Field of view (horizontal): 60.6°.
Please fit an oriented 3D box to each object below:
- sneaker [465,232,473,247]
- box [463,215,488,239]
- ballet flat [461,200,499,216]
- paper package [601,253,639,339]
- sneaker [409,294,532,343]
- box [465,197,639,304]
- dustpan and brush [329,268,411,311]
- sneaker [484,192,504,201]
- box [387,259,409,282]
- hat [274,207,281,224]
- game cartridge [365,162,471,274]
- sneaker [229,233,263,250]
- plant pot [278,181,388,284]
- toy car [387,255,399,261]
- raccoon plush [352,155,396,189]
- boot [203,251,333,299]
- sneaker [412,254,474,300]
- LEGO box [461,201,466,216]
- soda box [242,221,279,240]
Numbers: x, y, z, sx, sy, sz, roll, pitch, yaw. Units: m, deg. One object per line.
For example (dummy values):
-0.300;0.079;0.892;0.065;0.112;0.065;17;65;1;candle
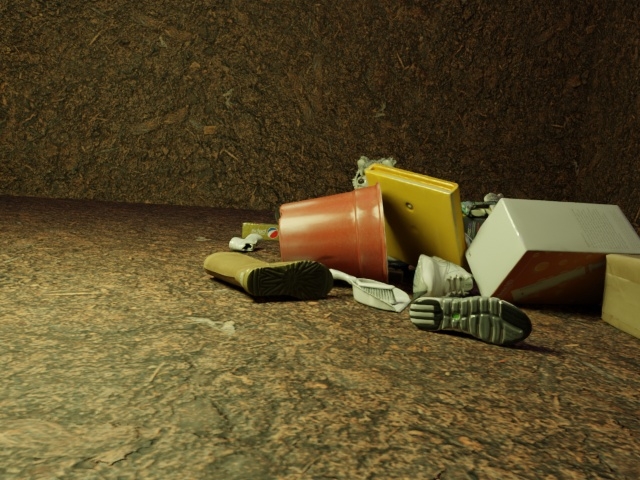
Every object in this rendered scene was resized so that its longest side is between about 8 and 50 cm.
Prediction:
0.409;-0.023;1.846;0.319;0.112;0.131;39;24;9;sneaker
0.653;0.003;2.009;0.143;0.165;0.270;-2;10;-28;box
0.606;-0.110;2.034;0.188;0.070;0.070;-4;10;-18;ballet flat
0.808;0.133;1.126;0.324;0.168;0.309;3;8;-3;paper package
0.303;0.141;1.085;0.228;0.086;0.132;7;6;26;sneaker
0.579;0.033;1.367;0.345;0.215;0.168;2;49;-15;box
0.101;0.109;1.284;0.211;0.060;0.147;8;8;20;dustpan and brush
0.731;-0.164;2.340;0.157;0.061;0.064;-3;-16;-46;sneaker
0.190;0.083;1.639;0.136;0.037;0.225;6;7;14;box
0.000;0.000;1.783;0.331;0.134;0.331;9;26;-4;hat
0.273;-0.045;1.518;0.285;0.324;0.052;23;55;41;game cartridge
-0.242;0.014;1.876;0.061;0.054;0.152;19;20;30;sneaker
0.035;-0.008;1.446;0.265;0.273;0.272;-5;7;5;plant pot
0.268;0.003;1.894;0.181;0.136;0.159;2;8;-20;toy car
0.237;-0.160;2.204;0.216;0.299;0.446;6;-4;15;raccoon plush
-0.131;0.074;1.331;0.236;0.089;0.269;7;1;-29;boot
0.310;0.095;1.366;0.129;0.111;0.297;13;11;24;sneaker
0.634;-0.071;2.452;0.499;0.193;0.372;5;8;-1;LEGO box
-0.220;-0.036;2.189;0.181;0.061;0.058;4;8;-2;soda box
